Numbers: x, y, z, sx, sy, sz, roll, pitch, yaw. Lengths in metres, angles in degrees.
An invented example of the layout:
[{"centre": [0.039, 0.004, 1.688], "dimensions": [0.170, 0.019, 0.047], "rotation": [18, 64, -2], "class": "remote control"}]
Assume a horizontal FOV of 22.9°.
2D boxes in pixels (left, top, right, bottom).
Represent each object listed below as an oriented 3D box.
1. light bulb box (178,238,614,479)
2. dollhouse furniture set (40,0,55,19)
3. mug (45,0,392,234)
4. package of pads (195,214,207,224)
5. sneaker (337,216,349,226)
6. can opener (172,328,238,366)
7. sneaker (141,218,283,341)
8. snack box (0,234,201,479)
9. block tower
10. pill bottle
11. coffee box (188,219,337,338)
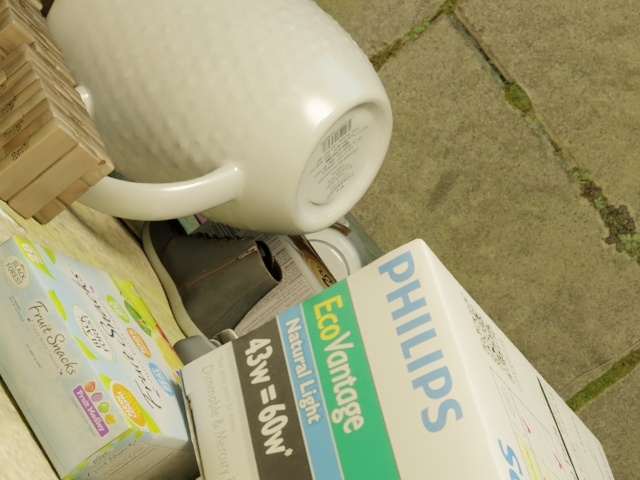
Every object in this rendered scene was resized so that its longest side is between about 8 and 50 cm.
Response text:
[{"centre": [0.102, 0.259, 1.185], "dimensions": [0.361, 0.225, 0.358], "rotation": [46, 21, -44], "class": "light bulb box"}, {"centre": [-0.405, -0.393, 1.870], "dimensions": [0.394, 0.256, 0.362], "rotation": [75, -11, -46], "class": "dollhouse furniture set"}, {"centre": [-0.129, -0.136, 1.685], "dimensions": [0.328, 0.374, 0.276], "rotation": [33, -45, 26], "class": "mug"}, {"centre": [-0.158, -0.062, 2.142], "dimensions": [0.083, 0.050, 0.032], "rotation": [54, 7, 24], "class": "package of pads"}, {"centre": [0.000, 0.000, 2.463], "dimensions": [0.330, 0.146, 0.122], "rotation": [51, 6, -16], "class": "sneaker"}, {"centre": [-0.049, 0.206, 1.489], "dimensions": [0.095, 0.076, 0.283], "rotation": [-10, 56, -45], "class": "can opener"}, {"centre": [-0.114, 0.020, 1.725], "dimensions": [0.083, 0.118, 0.222], "rotation": [45, 10, -41], "class": "sneaker"}, {"centre": [-0.166, 0.099, 1.196], "dimensions": [0.174, 0.070, 0.207], "rotation": [55, 9, 19], "class": "snack box"}, {"centre": [-0.298, -0.150, 1.540], "dimensions": [0.091, 0.097, 0.335], "rotation": [45, 11, -42], "class": "block tower"}, {"centre": [-0.004, 0.042, 2.263], "dimensions": [0.131, 0.131, 0.229], "rotation": [51, 7, -1], "class": "pill bottle"}, {"centre": [-0.024, 0.101, 1.883], "dimensions": [0.297, 0.119, 0.168], "rotation": [55, 7, 30], "class": "coffee box"}]
